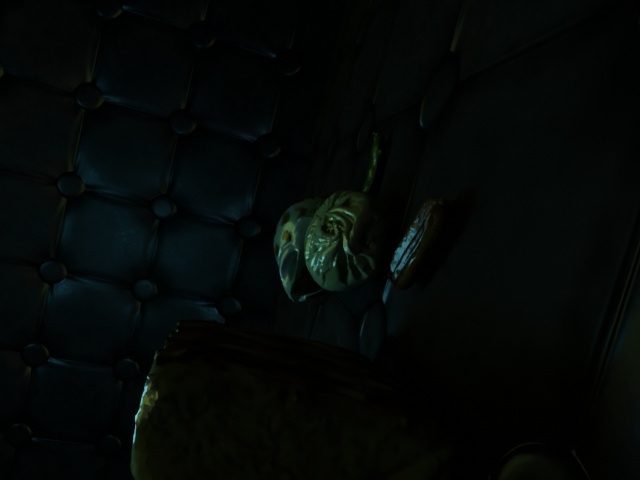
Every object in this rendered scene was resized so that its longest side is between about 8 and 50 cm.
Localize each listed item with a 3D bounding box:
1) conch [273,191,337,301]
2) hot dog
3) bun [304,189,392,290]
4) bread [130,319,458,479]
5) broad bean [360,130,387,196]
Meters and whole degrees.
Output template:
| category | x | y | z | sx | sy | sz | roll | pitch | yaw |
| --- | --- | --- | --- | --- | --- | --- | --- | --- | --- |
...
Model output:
| category | x | y | z | sx | sy | sz | roll | pitch | yaw |
| --- | --- | --- | --- | --- | --- | --- | --- | --- | --- |
| conch | 0.000 | 0.001 | 1.099 | 0.197 | 0.250 | 0.367 | 37 | -118 | -53 |
| hot dog | 0.159 | 0.011 | 0.658 | 0.072 | 0.055 | 0.188 | -86 | 14 | -51 |
| bun | 0.048 | -0.006 | 0.884 | 0.230 | 0.145 | 0.229 | -13 | 64 | 28 |
| bread | -0.064 | 0.293 | 0.604 | 0.371 | 0.390 | 0.279 | 168 | 120 | -76 |
| broad bean | 0.122 | -0.147 | 1.030 | 0.052 | 0.053 | 0.256 | 10 | -85 | -64 |
